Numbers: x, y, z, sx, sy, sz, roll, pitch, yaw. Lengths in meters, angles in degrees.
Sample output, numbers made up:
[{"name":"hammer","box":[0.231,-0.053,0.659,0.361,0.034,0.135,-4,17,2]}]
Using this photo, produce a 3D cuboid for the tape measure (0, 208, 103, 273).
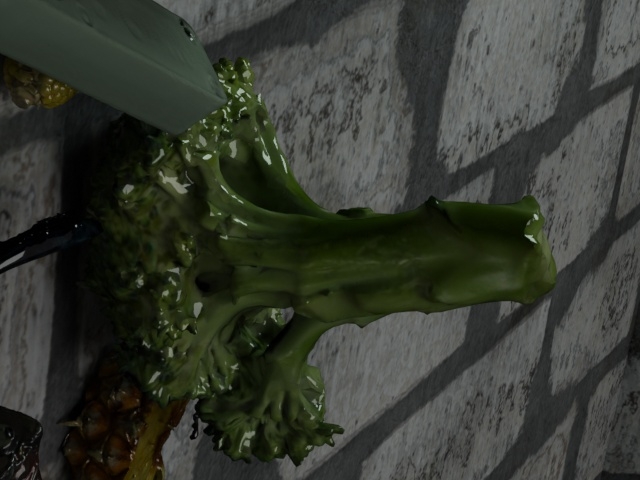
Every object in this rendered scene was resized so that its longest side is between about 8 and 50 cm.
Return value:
[{"name":"tape measure","box":[-0.301,0.109,1.277,0.351,0.098,0.215,-26,129,-54]}]

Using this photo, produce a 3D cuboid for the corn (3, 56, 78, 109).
[{"name":"corn","box":[-0.187,-0.189,1.344,0.206,0.067,0.067,-59,153,-21]}]

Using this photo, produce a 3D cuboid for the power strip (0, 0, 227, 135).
[{"name":"power strip","box":[-0.196,-0.166,1.179,0.062,0.091,0.385,-35,154,17]}]

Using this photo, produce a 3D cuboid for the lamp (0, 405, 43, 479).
[{"name":"lamp","box":[-0.274,0.250,1.425,0.118,0.118,0.253,-46,144,-44]}]

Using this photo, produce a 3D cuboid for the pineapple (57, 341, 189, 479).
[{"name":"pineapple","box":[-0.184,0.179,1.604,0.135,0.079,0.233,18,91,-64]}]

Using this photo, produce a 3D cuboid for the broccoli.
[{"name":"broccoli","box":[-0.027,-0.017,1.454,0.353,0.397,0.275,34,50,-28]}]
